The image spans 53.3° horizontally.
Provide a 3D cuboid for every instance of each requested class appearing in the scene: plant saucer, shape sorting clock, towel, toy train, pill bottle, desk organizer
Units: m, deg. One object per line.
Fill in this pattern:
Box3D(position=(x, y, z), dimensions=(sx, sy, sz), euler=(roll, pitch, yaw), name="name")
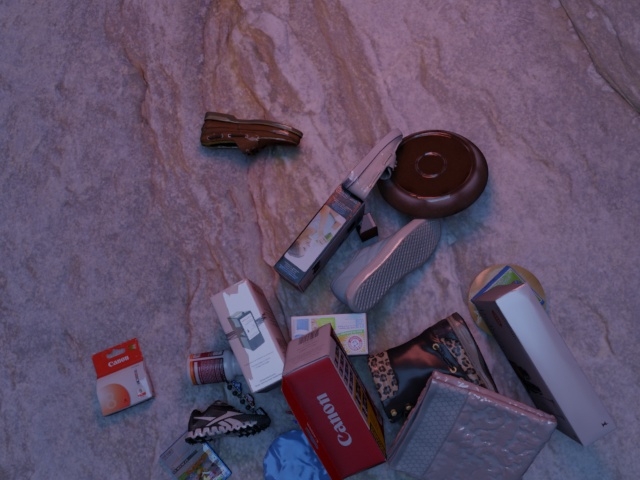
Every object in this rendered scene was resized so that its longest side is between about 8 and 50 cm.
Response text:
Box3D(position=(0.308, -0.200, 1.776), dimensions=(0.311, 0.050, 0.310), euler=(-5, 56, 8), name="plant saucer")
Box3D(position=(0.505, 0.165, 1.732), dimensions=(0.207, 0.040, 0.206), euler=(0, 85, 2), name="shape sorting clock")
Box3D(position=(0.358, 0.498, 1.558), dimensions=(0.317, 0.053, 0.331), euler=(21, 119, 3), name="towel")
Box3D(position=(-0.198, 0.436, 1.735), dimensions=(0.036, 0.027, 0.158), euler=(-44, 78, -9), name="toy train")
Box3D(position=(-0.281, 0.343, 1.733), dimensions=(0.152, 0.086, 0.085), euler=(-8, 77, 3), name="pill bottle")
Box3D(position=(0.127, -0.035, 1.764), dimensions=(0.050, 0.130, 0.047), euler=(-25, 77, 1), name="desk organizer")

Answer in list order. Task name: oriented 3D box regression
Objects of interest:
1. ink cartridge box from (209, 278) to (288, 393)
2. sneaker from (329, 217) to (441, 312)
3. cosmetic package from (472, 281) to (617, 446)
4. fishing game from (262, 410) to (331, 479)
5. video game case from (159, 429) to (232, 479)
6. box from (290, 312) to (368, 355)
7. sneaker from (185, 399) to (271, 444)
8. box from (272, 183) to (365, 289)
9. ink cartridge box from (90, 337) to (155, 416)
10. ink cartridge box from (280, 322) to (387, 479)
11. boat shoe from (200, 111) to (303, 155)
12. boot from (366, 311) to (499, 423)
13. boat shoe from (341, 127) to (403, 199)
Box3D(position=(-0.168, 0.256, 1.686), dimensions=(0.115, 0.198, 0.272), euler=(-27, 76, 0), name="ink cartridge box")
Box3D(position=(0.170, 0.037, 1.748), dimensions=(0.366, 0.135, 0.150), euler=(-37, 39, -22), name="sneaker")
Box3D(position=(0.529, 0.286, 1.555), dimensions=(0.098, 0.284, 0.377), euler=(-30, 84, -2), name="cosmetic package")
Box3D(position=(-0.056, 0.594, 1.683), dimensions=(0.189, 0.041, 0.263), euler=(15, 73, 0), name="fishing game")
Box3D(position=(-0.335, 0.603, 1.715), dimensions=(0.119, 0.015, 0.166), euler=(-43, 77, -6), name="video game case")
Box3D(position=(0.028, 0.259, 1.718), dimensions=(0.203, 0.103, 0.114), euler=(-4, 77, 4), name="box")
Box3D(position=(-0.249, 0.471, 1.696), dimensions=(0.235, 0.078, 0.106), euler=(-12, 60, 9), name="sneaker")
Box3D(position=(0.000, 0.000, 1.749), dimensions=(0.087, 0.169, 0.290), euler=(38, 81, 9), name="box")
Box3D(position=(-0.553, 0.377, 1.770), dimensions=(0.146, 0.045, 0.179), euler=(-22, 79, -1), name="ink cartridge box")
Box3D(position=(0.036, 0.400, 1.541), dimensions=(0.130, 0.272, 0.309), euler=(-27, 102, 9), name="ink cartridge box")
Box3D(position=(-0.203, -0.296, 1.870), dimensions=(0.308, 0.111, 0.104), euler=(10, 82, 17), name="boat shoe")
Box3D(position=(0.308, 0.406, 1.647), dimensions=(0.285, 0.138, 0.377), euler=(-22, 86, 5), name="boot")
Box3D(position=(0.161, -0.206, 1.728), dimensions=(0.088, 0.096, 0.267), euler=(43, 50, 0), name="boat shoe")
